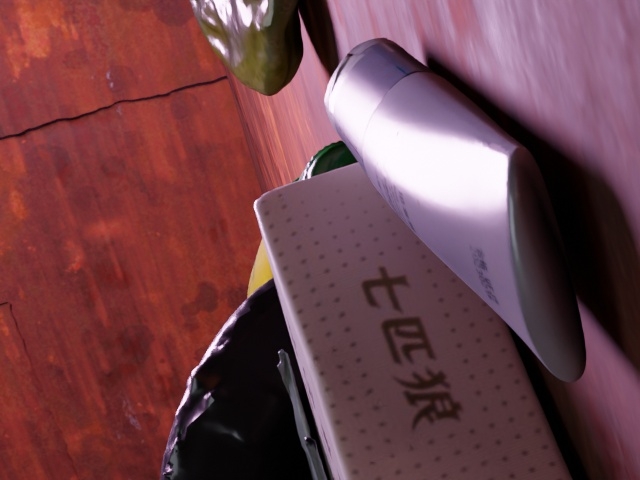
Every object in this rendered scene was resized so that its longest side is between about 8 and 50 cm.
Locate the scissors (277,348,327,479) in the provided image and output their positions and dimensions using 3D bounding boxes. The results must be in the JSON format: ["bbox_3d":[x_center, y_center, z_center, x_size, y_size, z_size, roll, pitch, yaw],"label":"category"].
[{"bbox_3d":[0.013,0.178,0.889,0.144,0.017,0.247,-113,8,-60],"label":"scissors"}]

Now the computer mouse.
[{"bbox_3d":[-0.021,0.126,1.059,0.116,0.183,0.323,21,168,24],"label":"computer mouse"}]

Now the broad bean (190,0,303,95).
[{"bbox_3d":[-0.050,-0.174,1.139,0.207,0.072,0.153,142,104,-85],"label":"broad bean"}]

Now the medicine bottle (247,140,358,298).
[{"bbox_3d":[0.000,0.000,1.100,0.111,0.076,0.309,-64,-1,-14],"label":"medicine bottle"}]

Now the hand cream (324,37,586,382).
[{"bbox_3d":[0.047,-0.026,0.638,0.255,0.048,0.079,-124,12,-69],"label":"hand cream"}]

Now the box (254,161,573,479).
[{"bbox_3d":[0.059,0.138,0.847,0.330,0.095,0.210,79,173,-53],"label":"box"}]
